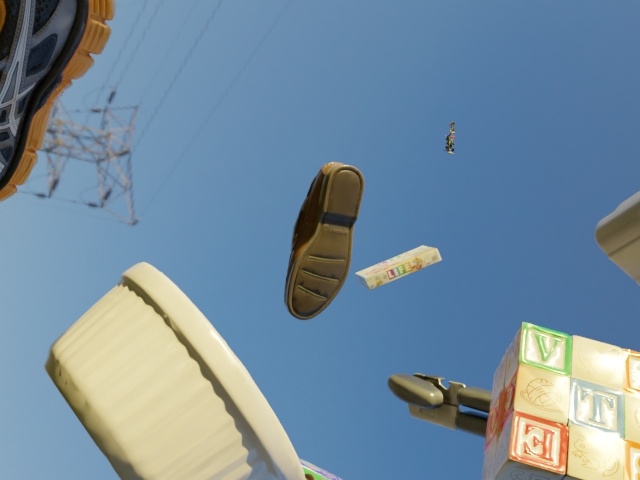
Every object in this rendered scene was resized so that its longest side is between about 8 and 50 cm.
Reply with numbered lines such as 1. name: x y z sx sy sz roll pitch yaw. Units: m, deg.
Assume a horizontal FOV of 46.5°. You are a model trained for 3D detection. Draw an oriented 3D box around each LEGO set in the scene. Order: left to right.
1. LEGO set: 0.268 -0.210 1.552 0.083 0.023 0.054 -77 165 -54

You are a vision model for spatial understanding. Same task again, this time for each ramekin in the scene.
1. ramekin: -0.144 0.166 0.698 0.273 0.127 0.273 44 -23 25

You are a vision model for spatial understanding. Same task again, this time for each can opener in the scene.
1. can opener: 0.220 0.258 1.118 0.280 0.093 0.074 4 -89 48

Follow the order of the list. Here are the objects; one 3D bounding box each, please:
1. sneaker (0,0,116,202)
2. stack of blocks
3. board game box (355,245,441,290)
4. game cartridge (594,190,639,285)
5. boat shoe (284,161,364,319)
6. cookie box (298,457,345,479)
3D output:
1. sneaker: -0.222 -0.106 0.496 0.215 0.083 0.084 -50 -121 26
2. stack of blocks: 0.295 0.163 0.615 0.087 0.297 0.171 98 8 -49
3. board game box: 0.153 0.053 1.482 0.103 0.154 0.026 -163 -129 -81
4. game cartridge: 0.432 0.038 0.694 0.196 0.294 0.060 -47 -176 47
5. boat shoe: 0.000 0.000 1.439 0.104 0.111 0.307 21 -89 63
6. cookie box: 0.003 0.335 1.009 0.040 0.107 0.092 -64 180 -11
